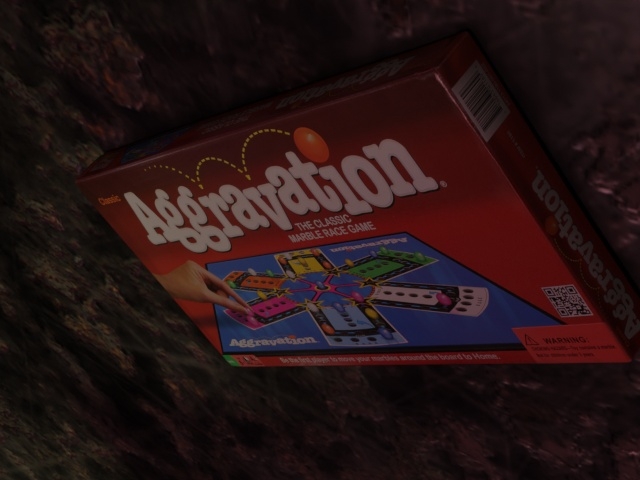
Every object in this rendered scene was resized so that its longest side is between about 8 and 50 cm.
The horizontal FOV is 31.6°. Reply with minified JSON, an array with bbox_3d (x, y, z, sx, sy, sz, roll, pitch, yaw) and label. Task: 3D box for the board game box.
[{"bbox_3d":[0.000,0.000,0.526,0.281,0.027,0.145,-9,123,52],"label":"board game box"}]
